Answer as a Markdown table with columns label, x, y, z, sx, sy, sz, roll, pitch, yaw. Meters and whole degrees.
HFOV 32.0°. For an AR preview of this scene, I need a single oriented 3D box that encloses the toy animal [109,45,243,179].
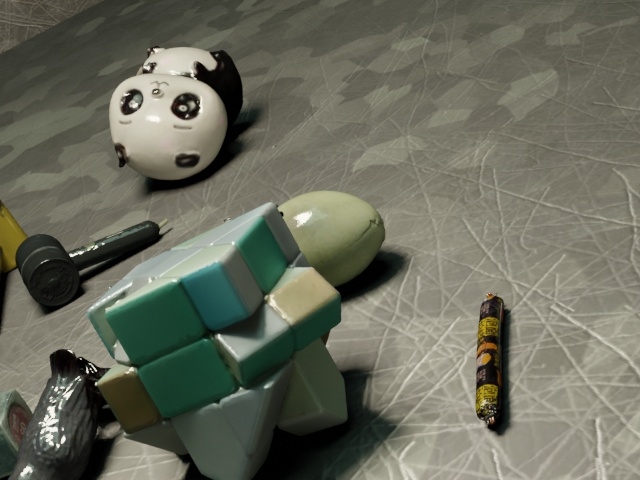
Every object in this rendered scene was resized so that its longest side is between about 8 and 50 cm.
| label | x | y | z | sx | sy | sz | roll | pitch | yaw |
| --- | --- | --- | --- | --- | --- | --- | --- | --- | --- |
| toy animal | -0.228 | -0.196 | 1.750 | 0.187 | 0.165 | 0.235 | 4 | 32 | 14 |

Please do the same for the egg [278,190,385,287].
| label | x | y | z | sx | sy | sz | roll | pitch | yaw |
| --- | --- | --- | --- | --- | --- | --- | --- | --- | --- |
| egg | 0.000 | 0.000 | 1.283 | 0.152 | 0.114 | 0.114 | -14 | 29 | 14 |

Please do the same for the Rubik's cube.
| label | x | y | z | sx | sy | sz | roll | pitch | yaw |
| --- | --- | --- | --- | --- | --- | --- | --- | --- | --- |
| Rubik's cube | -0.080 | 0.102 | 1.083 | 0.265 | 0.213 | 0.224 | -25 | 11 | 22 |

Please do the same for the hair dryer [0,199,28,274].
| label | x | y | z | sx | sy | sz | roll | pitch | yaw |
| --- | --- | --- | --- | --- | --- | --- | --- | --- | --- |
| hair dryer | -0.488 | 0.032 | 1.608 | 0.090 | 0.135 | 0.279 | -23 | 37 | 3 |

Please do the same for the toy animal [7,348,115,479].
| label | x | y | z | sx | sy | sz | roll | pitch | yaw |
| --- | --- | --- | --- | --- | --- | --- | --- | --- | --- |
| toy animal | -0.265 | 0.192 | 1.153 | 0.121 | 0.117 | 0.210 | 0 | 33 | 27 |

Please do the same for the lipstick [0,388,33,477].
| label | x | y | z | sx | sy | sz | roll | pitch | yaw |
| --- | --- | --- | --- | --- | --- | --- | --- | --- | --- |
| lipstick | -0.457 | 0.250 | 1.234 | 0.289 | 0.077 | 0.076 | -20 | 28 | 9 |

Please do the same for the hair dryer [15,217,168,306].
| label | x | y | z | sx | sy | sz | roll | pitch | yaw |
| --- | --- | --- | --- | --- | --- | --- | --- | --- | --- |
| hair dryer | -0.317 | 0.011 | 1.573 | 0.219 | 0.071 | 0.124 | -23 | 26 | -13 |

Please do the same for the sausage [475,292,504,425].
| label | x | y | z | sx | sy | sz | roll | pitch | yaw |
| --- | --- | --- | --- | --- | --- | --- | --- | --- | --- |
| sausage | 0.162 | 0.108 | 1.061 | 0.198 | 0.025 | 0.028 | -75 | 12 | -56 |
